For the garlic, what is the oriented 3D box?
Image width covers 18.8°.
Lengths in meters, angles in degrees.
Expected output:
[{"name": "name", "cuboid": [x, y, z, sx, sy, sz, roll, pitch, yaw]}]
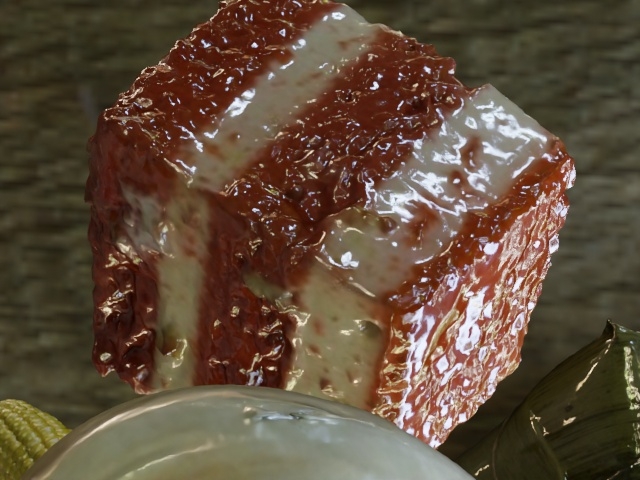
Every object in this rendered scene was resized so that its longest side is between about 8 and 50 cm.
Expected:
[{"name": "garlic", "cuboid": [-0.069, 0.202, 1.013, 0.249, 0.313, 0.286, 45, -29, 36]}]

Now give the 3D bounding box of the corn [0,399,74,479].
[{"name": "corn", "cuboid": [-0.153, 0.174, 1.281, 0.067, 0.206, 0.067, -35, 143, -32]}]

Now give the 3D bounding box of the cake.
[{"name": "cake", "cuboid": [0.000, 0.000, 1.523, 0.270, 0.319, 0.269, -45, 154, -38]}]

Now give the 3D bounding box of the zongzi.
[{"name": "zongzi", "cuboid": [0.188, 0.185, 1.318, 0.274, 0.300, 0.145, 15, 49, -42]}]
